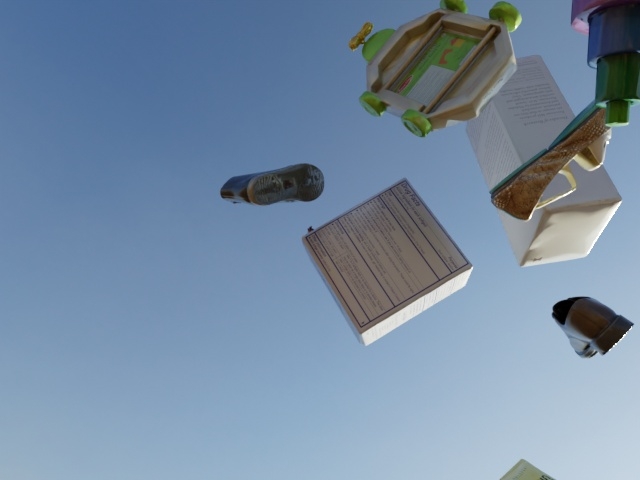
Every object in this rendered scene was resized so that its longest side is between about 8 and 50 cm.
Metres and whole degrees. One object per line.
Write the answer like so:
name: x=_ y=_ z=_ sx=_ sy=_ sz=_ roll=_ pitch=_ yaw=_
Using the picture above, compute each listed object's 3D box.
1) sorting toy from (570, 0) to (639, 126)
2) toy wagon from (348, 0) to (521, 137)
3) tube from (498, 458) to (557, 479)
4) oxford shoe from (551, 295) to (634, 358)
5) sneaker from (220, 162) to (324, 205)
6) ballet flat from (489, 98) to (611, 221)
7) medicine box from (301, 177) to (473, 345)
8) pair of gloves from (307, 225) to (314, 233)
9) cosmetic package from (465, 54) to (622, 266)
sorting toy: x=0.210 y=-0.112 z=0.184 sx=0.127 sy=0.365 sz=0.126 roll=3 pitch=-88 yaw=-5
toy wagon: x=0.190 y=-0.339 z=0.948 sx=0.344 sy=0.267 sz=0.068 roll=38 pitch=-2 yaw=43
tube: x=0.346 y=0.383 z=0.707 sx=0.070 sy=0.062 sz=0.240 roll=17 pitch=-5 yaw=-25
oxford shoe: x=0.416 y=0.127 z=0.794 sx=0.096 sy=0.083 sz=0.227 roll=42 pitch=-1 yaw=26
sneaker: x=-0.097 y=-0.121 z=1.069 sx=0.118 sy=0.222 sz=0.083 roll=7 pitch=-77 yaw=42
ballet flat: x=0.306 y=-0.099 z=0.632 sx=0.206 sy=0.073 sz=0.067 roll=-42 pitch=-96 yaw=2
medicine box: x=0.149 y=0.049 z=1.164 sx=0.289 sy=0.263 sz=0.149 roll=-30 pitch=-23 yaw=-5
pair of gloves: x=0.000 y=0.000 z=1.314 sx=0.083 sy=0.010 sz=0.074 roll=24 pitch=-40 yaw=29
cosmetic package: x=0.493 y=-0.194 z=1.187 sx=0.162 sy=0.453 sz=0.230 roll=-9 pitch=-32 yaw=2
